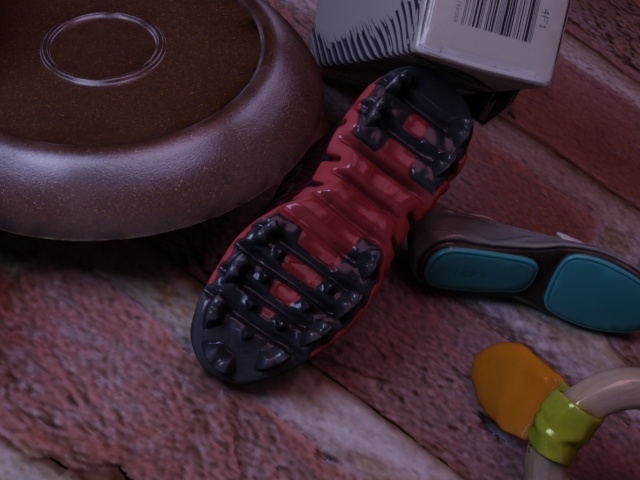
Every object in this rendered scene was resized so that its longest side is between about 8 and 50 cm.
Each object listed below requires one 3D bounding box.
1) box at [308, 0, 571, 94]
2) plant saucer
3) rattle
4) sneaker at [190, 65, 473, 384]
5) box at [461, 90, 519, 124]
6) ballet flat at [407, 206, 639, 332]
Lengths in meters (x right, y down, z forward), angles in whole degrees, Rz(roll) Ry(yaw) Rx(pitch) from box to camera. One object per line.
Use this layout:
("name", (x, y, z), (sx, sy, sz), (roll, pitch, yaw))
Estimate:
("box", (0.083, -0.169, 1.114), (0.113, 0.094, 0.275), (13, -1, -16))
("plant saucer", (-0.152, -0.120, 1.012), (0.311, 0.050, 0.310), (1, 44, -1))
("rattle", (0.221, 0.137, 0.995), (0.200, 0.130, 0.143), (-1, 2, -16))
("sneaker", (0.000, 0.000, 1.011), (0.098, 0.135, 0.276), (40, 63, -4))
("box", (0.138, -0.156, 1.285), (0.083, 0.052, 0.062), (39, 41, 12))
("ballet flat", (0.166, 0.015, 1.105), (0.213, 0.072, 0.068), (13, 36, -17))
